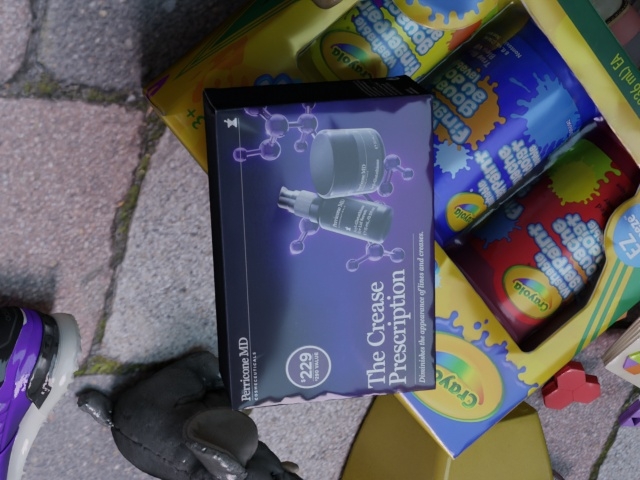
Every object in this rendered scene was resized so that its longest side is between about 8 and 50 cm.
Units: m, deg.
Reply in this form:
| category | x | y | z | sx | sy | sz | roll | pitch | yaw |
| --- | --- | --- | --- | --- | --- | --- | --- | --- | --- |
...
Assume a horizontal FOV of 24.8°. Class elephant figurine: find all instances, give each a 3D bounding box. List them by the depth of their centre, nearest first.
| category | x | y | z | sx | sy | sz | roll | pitch | yaw |
| --- | --- | --- | --- | --- | --- | --- | --- | --- | --- |
| elephant figurine | -0.108 | 0.238 | 1.548 | 0.186 | 0.239 | 0.169 | -32 | 136 | -11 |

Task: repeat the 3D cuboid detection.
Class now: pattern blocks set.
| category | x | y | z | sx | sy | sz | roll | pitch | yaw |
| --- | --- | --- | --- | --- | --- | --- | --- | --- | --- |
| pattern blocks set | 0.474 | 0.135 | 1.936 | 0.285 | 0.026 | 0.325 | 14 | 126 | -21 |

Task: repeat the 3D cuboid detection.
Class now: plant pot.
| category | x | y | z | sx | sy | sz | roll | pitch | yaw |
| --- | --- | --- | --- | --- | --- | --- | --- | --- | --- |
| plant pot | 0.162 | 0.277 | 1.809 | 0.212 | 0.212 | 0.187 | -9 | 114 | -30 |

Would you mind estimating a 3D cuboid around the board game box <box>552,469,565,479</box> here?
| category | x | y | z | sx | sy | sz | roll | pitch | yaw |
| --- | --- | --- | --- | --- | --- | --- | --- | --- | --- |
| board game box | 0.253 | 0.391 | 2.060 | 0.193 | 0.045 | 0.147 | -47 | 136 | 5 |

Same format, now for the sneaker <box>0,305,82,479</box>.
| category | x | y | z | sx | sy | sz | roll | pitch | yaw |
| --- | --- | --- | --- | --- | --- | --- | --- | --- | --- |
| sneaker | -0.359 | 0.186 | 1.443 | 0.146 | 0.102 | 0.293 | 15 | 109 | -37 |

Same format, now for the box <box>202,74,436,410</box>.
| category | x | y | z | sx | sy | sz | roll | pitch | yaw |
| --- | --- | --- | --- | --- | --- | --- | --- | --- | --- |
| box | 0.000 | 0.000 | 1.246 | 0.184 | 0.103 | 0.261 | -5 | 107 | -7 |

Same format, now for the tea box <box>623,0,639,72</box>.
| category | x | y | z | sx | sy | sz | roll | pitch | yaw |
| --- | --- | --- | --- | --- | --- | --- | --- | --- | --- |
| tea box | 0.557 | -0.233 | 1.633 | 0.323 | 0.220 | 0.329 | 29 | 104 | -34 |

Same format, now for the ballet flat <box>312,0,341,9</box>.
| category | x | y | z | sx | sy | sz | roll | pitch | yaw |
| --- | --- | --- | --- | --- | --- | --- | --- | --- | --- |
| ballet flat | 0.124 | -0.282 | 1.213 | 0.342 | 0.116 | 0.124 | -25 | 125 | -10 |

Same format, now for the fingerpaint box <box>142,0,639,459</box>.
| category | x | y | z | sx | sy | sz | roll | pitch | yaw |
| --- | --- | --- | --- | --- | --- | --- | --- | --- | --- |
| fingerpaint box | 0.117 | -0.081 | 1.389 | 0.371 | 0.163 | 0.445 | -40 | 109 | -2 |

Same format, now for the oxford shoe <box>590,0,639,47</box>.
| category | x | y | z | sx | sy | sz | roll | pitch | yaw |
| --- | --- | --- | --- | --- | --- | --- | --- | --- | --- |
| oxford shoe | 0.160 | -0.186 | 1.529 | 0.348 | 0.123 | 0.130 | -34 | 106 | -4 |
